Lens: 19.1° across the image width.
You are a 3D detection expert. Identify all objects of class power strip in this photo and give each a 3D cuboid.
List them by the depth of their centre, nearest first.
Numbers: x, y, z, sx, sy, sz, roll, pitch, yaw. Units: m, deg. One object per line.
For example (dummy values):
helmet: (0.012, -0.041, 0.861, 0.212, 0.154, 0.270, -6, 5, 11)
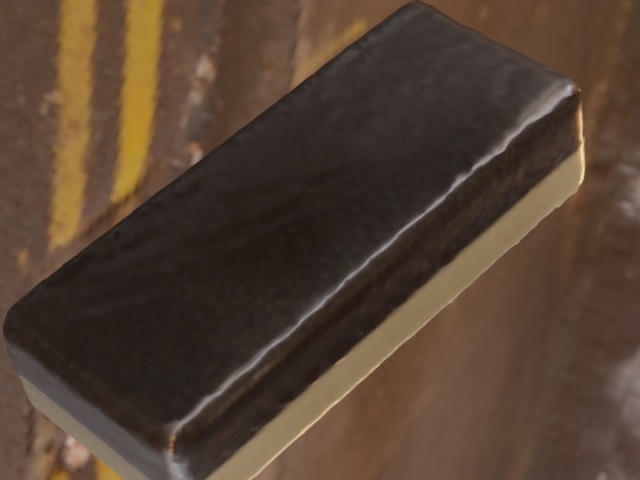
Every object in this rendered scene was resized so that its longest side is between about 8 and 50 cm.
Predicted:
power strip: (0.000, 0.000, 0.786, 0.257, 0.105, 0.070, -40, 145, -24)
